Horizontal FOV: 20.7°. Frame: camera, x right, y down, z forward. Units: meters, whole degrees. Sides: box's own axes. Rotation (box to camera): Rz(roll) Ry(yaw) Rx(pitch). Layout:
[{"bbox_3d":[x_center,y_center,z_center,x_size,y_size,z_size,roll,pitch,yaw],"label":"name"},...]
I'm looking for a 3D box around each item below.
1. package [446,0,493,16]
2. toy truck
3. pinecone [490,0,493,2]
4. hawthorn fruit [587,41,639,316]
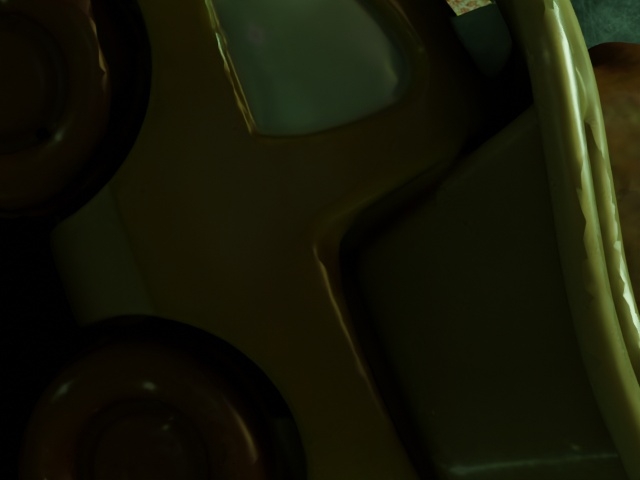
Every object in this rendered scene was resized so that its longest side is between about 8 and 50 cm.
[{"bbox_3d":[0.032,-0.133,1.125,0.288,0.108,0.223,33,-11,29],"label":"package"},{"bbox_3d":[0.000,0.000,0.604,0.204,0.211,0.288,-6,77,-79],"label":"toy truck"},{"bbox_3d":[0.098,-0.387,1.452,0.398,0.397,0.398,-22,90,-78],"label":"pinecone"},{"bbox_3d":[0.120,0.047,0.957,0.277,0.276,0.298,43,48,-63],"label":"hawthorn fruit"}]
